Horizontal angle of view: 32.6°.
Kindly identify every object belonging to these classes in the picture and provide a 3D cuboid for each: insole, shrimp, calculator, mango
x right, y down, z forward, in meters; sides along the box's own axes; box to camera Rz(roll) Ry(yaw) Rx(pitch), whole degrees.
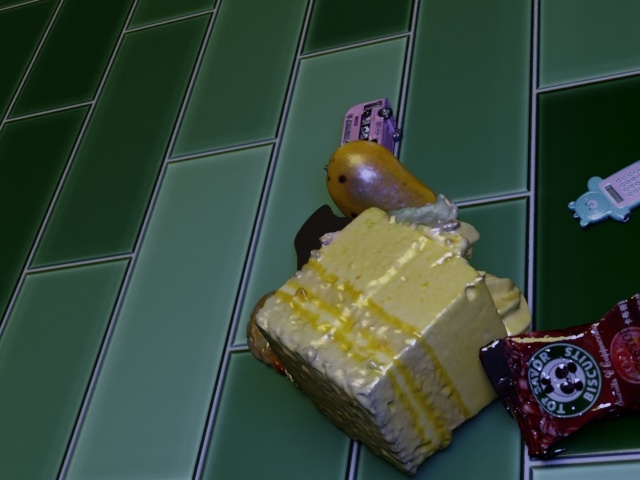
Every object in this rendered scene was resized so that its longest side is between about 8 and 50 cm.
[{"bbox_3d":[0.000,0.000,1.555,0.111,0.007,0.328,-47,13,3],"label":"insole"},{"bbox_3d":[-0.053,0.144,1.542,0.101,0.042,0.190,-44,41,14],"label":"shrimp"},{"bbox_3d":[0.411,-0.065,1.508,0.141,0.019,0.094,-28,45,0],"label":"calculator"},{"bbox_3d":[0.085,-0.068,1.596,0.115,0.178,0.090,-46,8,15],"label":"mango"}]

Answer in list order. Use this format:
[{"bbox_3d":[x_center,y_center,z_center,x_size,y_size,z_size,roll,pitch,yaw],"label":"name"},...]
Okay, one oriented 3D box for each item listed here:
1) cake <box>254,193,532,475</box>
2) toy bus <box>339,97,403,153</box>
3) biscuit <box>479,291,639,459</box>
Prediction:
[{"bbox_3d":[0.111,0.103,1.354,0.286,0.227,0.222,-45,45,-15],"label":"cake"},{"bbox_3d":[0.076,-0.139,1.727,0.090,0.063,0.203,-11,44,19],"label":"toy bus"},{"bbox_3d":[0.317,0.153,1.265,0.235,0.063,0.151,-21,86,8],"label":"biscuit"}]
